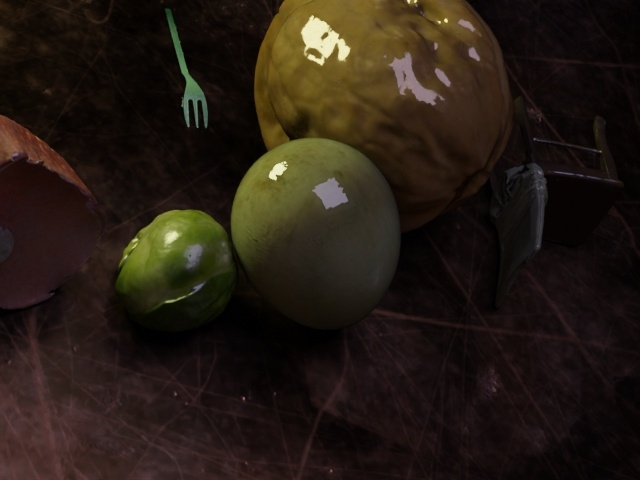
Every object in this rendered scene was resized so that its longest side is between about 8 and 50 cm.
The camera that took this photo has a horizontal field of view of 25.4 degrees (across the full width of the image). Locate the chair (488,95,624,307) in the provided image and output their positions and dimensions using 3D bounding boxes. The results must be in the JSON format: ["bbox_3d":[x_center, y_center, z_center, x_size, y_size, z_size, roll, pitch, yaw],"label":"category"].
[{"bbox_3d":[0.350,-0.048,2.153,0.186,0.160,0.319,12,48,-17],"label":"chair"}]

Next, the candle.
[{"bbox_3d":[-0.408,-0.032,1.659,0.317,0.287,0.131,-21,62,-35],"label":"candle"}]

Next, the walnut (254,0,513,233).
[{"bbox_3d":[0.094,-0.199,2.035,0.384,0.383,0.383,14,50,-18],"label":"walnut"}]

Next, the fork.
[{"bbox_3d":[-0.206,-0.266,2.120,0.039,0.021,0.235,3,54,-30],"label":"fork"}]

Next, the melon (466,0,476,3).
[{"bbox_3d":[0.211,-0.535,2.402,0.249,0.248,0.329,19,45,-14],"label":"melon"}]

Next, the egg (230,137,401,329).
[{"bbox_3d":[0.000,0.000,1.855,0.218,0.295,0.218,-9,48,11],"label":"egg"}]

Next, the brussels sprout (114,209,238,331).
[{"bbox_3d":[-0.174,0.036,1.827,0.131,0.145,0.183,49,48,-24],"label":"brussels sprout"}]
